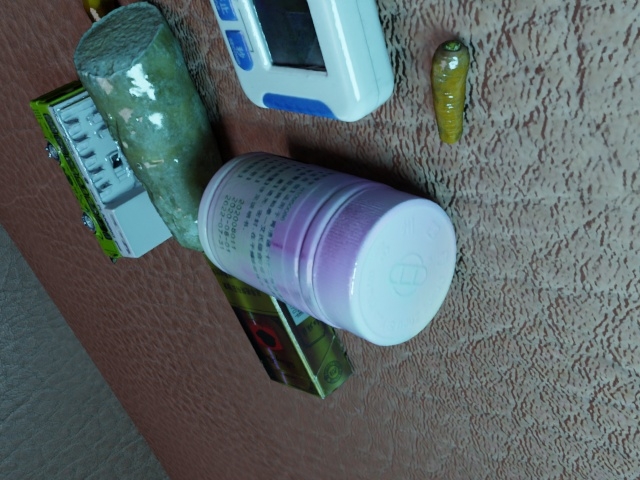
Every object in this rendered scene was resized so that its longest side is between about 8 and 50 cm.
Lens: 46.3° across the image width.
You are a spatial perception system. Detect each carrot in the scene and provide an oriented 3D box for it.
[{"bbox_3d":[-0.271,-0.263,1.024,0.042,0.042,0.171,7,130,54],"label":"carrot"},{"bbox_3d":[0.107,-0.122,0.618,0.032,0.032,0.093,34,150,33],"label":"carrot"}]

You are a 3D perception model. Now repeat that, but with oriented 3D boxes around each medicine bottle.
[{"bbox_3d":[0.000,0.000,0.786,0.254,0.152,0.152,21,138,45],"label":"medicine bottle"}]

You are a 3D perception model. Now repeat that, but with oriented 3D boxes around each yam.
[{"bbox_3d":[-0.203,-0.130,0.975,0.133,0.133,0.330,20,138,46],"label":"yam"}]

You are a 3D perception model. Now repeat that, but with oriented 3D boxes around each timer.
[{"bbox_3d":[-0.030,-0.234,0.650,0.178,0.078,0.253,19,137,45],"label":"timer"}]

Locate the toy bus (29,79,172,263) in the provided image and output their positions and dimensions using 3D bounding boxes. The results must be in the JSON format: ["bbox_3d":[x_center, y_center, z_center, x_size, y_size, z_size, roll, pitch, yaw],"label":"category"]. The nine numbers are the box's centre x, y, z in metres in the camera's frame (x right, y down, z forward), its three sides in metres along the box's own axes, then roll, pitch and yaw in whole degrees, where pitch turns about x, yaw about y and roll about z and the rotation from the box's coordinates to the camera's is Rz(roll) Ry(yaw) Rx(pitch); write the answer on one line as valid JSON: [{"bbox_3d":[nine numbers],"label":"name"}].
[{"bbox_3d":[-0.367,-0.114,1.268,0.139,0.113,0.302,10,128,48],"label":"toy bus"}]

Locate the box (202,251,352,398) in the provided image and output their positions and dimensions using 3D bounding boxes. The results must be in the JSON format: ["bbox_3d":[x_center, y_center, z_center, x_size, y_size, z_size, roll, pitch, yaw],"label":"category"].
[{"bbox_3d":[-0.065,0.105,1.090,0.159,0.071,0.240,2,122,54],"label":"box"}]
